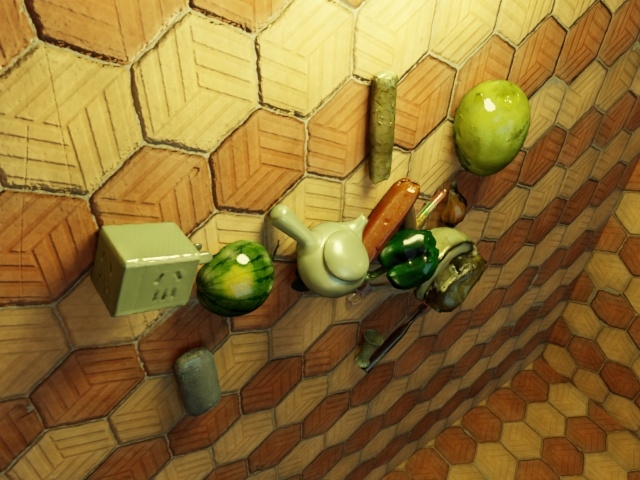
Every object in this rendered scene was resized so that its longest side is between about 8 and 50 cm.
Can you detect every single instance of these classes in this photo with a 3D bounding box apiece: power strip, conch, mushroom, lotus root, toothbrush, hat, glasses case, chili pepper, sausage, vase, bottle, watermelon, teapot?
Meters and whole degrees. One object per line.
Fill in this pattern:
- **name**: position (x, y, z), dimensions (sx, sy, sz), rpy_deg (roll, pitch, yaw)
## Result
- **power strip**: position (-0.335, 0.052, 1.124), dimensions (0.224, 0.139, 0.140), rpy_deg (-5, 126, -43)
- **conch**: position (0.448, -0.112, 1.809), dimensions (0.233, 0.080, 0.086), rpy_deg (97, 16, -44)
- **mushroom**: position (0.372, 0.057, 1.833), dimensions (0.267, 0.164, 0.189), rpy_deg (-51, 140, 11)
- **lotus root**: position (0.500, 0.150, 2.059), dimensions (0.275, 0.152, 0.160), rpy_deg (-50, 147, -7)
- **toothbrush**: position (0.298, 0.390, 2.180), dimensions (0.364, 0.041, 0.041), rpy_deg (-46, 144, -2)
- **hat**: position (-0.041, 0.092, 1.537), dimensions (0.121, 0.050, 0.121), rpy_deg (-28, 145, -22)
- **glasses case**: position (-0.338, 0.396, 1.512), dimensions (0.109, 0.067, 0.282), rpy_deg (-24, 140, -24)
- **chili pepper**: position (0.235, 0.061, 1.691), dimensions (0.261, 0.174, 0.165), rpy_deg (-24, -165, 27)
- **sausage**: position (0.332, -0.083, 1.767), dimensions (0.223, 0.029, 0.029), rpy_deg (-48, 144, 0)
- **vase**: position (0.175, 0.410, 2.045), dimensions (0.081, 0.081, 0.149), rpy_deg (-12, 136, -39)
- **bottle**: position (0.266, -0.081, 1.682), dimensions (0.053, 0.053, 0.140), rpy_deg (-38, 144, -13)
- **watermelon**: position (-0.187, 0.105, 1.339), dimensions (0.232, 0.127, 0.204), rpy_deg (0, 120, -52)
- **teapot**: position (-0.002, 0.036, 1.413), dimensions (0.318, 0.220, 0.149), rpy_deg (4, 163, -35)
- **sausage**: position (0.175, -0.041, 1.592), dimensions (0.102, 0.102, 0.330), rpy_deg (18, 111, -52)

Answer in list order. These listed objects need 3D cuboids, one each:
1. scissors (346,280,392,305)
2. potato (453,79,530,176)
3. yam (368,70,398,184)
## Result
- **scissors**: position (0.176, 0.163, 1.852), dimensions (0.212, 0.021, 0.110), rpy_deg (-6, 125, -42)
- **potato**: position (0.485, -0.315, 1.557), dimensions (0.216, 0.216, 0.304), rpy_deg (-31, 139, -20)
- **yam**: position (0.155, -0.276, 1.372), dimensions (0.071, 0.067, 0.317), rpy_deg (-24, 137, -22)
